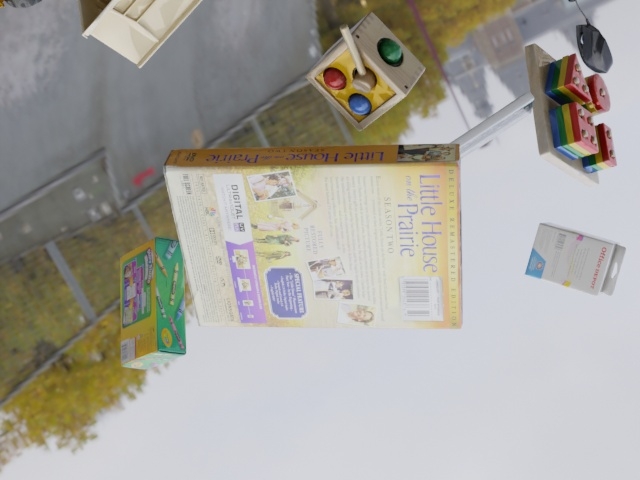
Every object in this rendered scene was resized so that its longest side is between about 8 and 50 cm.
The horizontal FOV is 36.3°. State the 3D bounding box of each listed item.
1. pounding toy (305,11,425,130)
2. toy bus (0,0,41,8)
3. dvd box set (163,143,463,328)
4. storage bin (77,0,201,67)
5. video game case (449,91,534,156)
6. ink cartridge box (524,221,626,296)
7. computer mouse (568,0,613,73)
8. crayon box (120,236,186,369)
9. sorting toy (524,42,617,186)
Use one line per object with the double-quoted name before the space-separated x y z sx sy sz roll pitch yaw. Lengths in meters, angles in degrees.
"pounding toy" 0.057 -0.235 1.328 0.141 0.130 0.100 -33 -163 50
"toy bus" -0.592 -0.500 1.696 0.220 0.149 0.211 -25 -130 -12
"dvd box set" 0.000 0.000 1.453 0.420 0.307 0.062 -1 -143 9
"storage bin" -0.303 -0.485 1.730 0.260 0.123 0.262 -43 -142 18
"video game case" 0.329 -0.217 1.904 0.190 0.022 0.173 -33 173 8
"ink cartridge box" 0.428 0.033 1.624 0.143 0.092 0.090 19 -171 22
"computer mouse" 0.488 -0.412 1.841 0.041 0.242 0.071 -33 -154 0
"crayon box" -0.396 0.149 2.300 0.081 0.278 0.165 12 155 -39
"sorting toy" 0.549 -0.274 2.092 0.089 0.255 0.257 -17 158 35
